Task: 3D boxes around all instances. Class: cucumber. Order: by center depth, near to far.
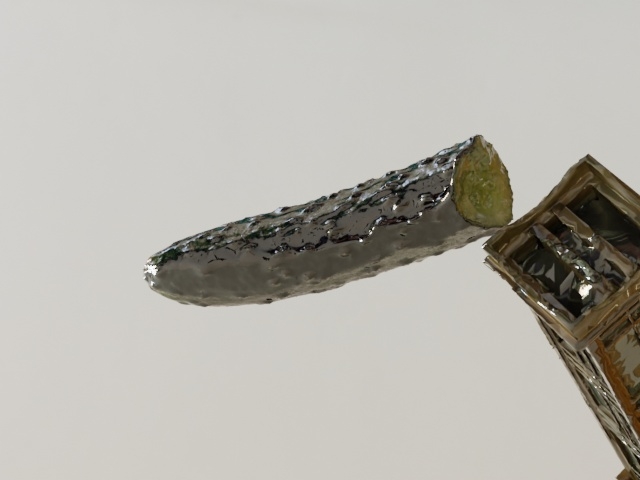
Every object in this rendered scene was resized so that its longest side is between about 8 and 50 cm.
[{"bbox_3d":[0.000,0.000,1.367,0.303,0.072,0.081,-19,114,26],"label":"cucumber"}]

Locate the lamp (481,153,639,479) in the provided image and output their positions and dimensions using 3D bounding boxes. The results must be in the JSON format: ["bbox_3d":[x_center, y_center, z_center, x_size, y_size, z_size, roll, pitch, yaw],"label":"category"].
[{"bbox_3d":[0.199,0.081,1.089,0.089,0.090,0.325,46,174,39],"label":"lamp"}]
